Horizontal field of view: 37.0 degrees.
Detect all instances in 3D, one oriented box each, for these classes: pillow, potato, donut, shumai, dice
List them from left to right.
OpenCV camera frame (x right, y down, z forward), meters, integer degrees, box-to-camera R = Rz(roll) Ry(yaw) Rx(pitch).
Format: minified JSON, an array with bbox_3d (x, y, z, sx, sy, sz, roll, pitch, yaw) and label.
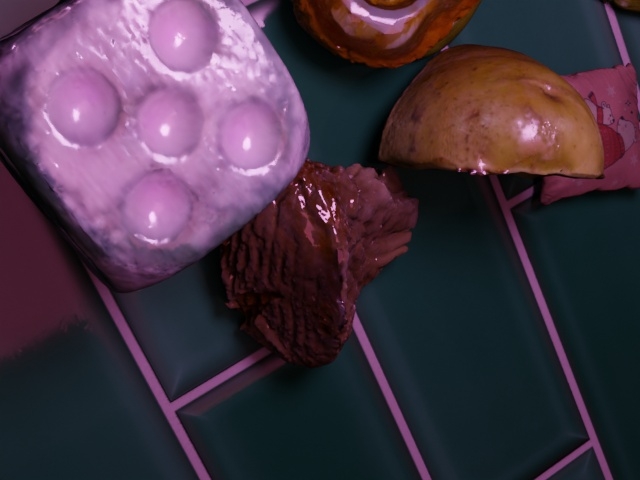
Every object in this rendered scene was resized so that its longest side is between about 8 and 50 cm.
[{"bbox_3d":[-0.241,-0.161,1.223,0.330,0.328,0.348,-41,111,-13],"label":"dice"},{"bbox_3d":[0.001,-0.002,1.466,0.283,0.217,0.346,-50,139,-45],"label":"shumai"},{"bbox_3d":[0.103,-0.412,1.391,0.329,0.160,0.330,-4,112,-10],"label":"donut"},{"bbox_3d":[0.289,-0.199,1.447,0.330,0.280,0.213,0,97,-35],"label":"potato"},{"bbox_3d":[0.467,-0.187,1.656,0.223,0.084,0.236,-13,101,-20],"label":"pillow"}]

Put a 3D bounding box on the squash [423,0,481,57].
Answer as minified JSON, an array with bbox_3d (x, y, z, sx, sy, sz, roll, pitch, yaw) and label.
[{"bbox_3d":[0.225,-0.393,1.533,0.069,0.069,0.258,36,83,-23],"label":"squash"}]

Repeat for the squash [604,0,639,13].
[{"bbox_3d":[0.627,-0.442,1.694,0.318,0.071,0.080,-14,102,-21],"label":"squash"}]
